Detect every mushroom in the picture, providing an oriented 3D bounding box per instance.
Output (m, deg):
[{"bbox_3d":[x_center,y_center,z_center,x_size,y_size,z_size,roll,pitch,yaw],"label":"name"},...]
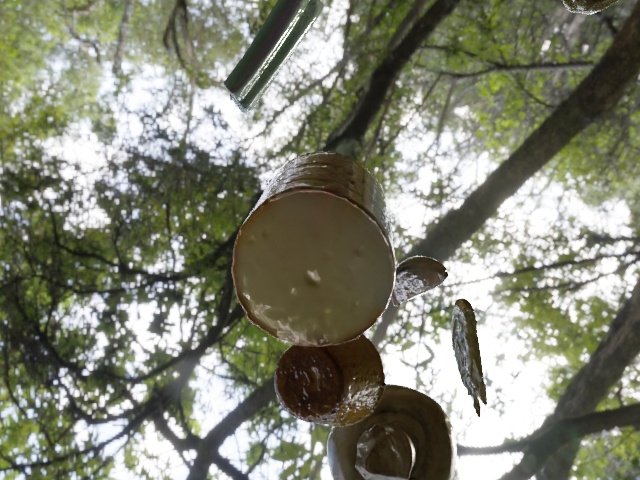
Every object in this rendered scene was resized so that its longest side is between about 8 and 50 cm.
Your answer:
[{"bbox_3d":[0.164,0.460,1.494,0.297,0.290,0.298,0,-108,0],"label":"mushroom"}]

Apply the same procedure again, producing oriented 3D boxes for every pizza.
[{"bbox_3d":[0.325,0.261,1.512,0.034,0.181,0.262,-7,-106,-3],"label":"pizza"}]

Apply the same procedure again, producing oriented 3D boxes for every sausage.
[{"bbox_3d":[0.000,0.000,1.039,0.233,0.233,0.287,14,-160,0],"label":"sausage"}]

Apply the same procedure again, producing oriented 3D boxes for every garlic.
[{"bbox_3d":[0.250,0.093,1.777,0.087,0.195,0.101,-11,-107,-50],"label":"garlic"}]

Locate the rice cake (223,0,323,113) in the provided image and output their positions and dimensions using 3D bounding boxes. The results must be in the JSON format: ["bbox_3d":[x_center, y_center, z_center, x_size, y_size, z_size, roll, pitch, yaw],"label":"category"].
[{"bbox_3d":[-0.075,-0.306,1.068,0.042,0.222,0.080,34,179,24],"label":"rice cake"}]

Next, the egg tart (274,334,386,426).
[{"bbox_3d":[0.011,0.265,1.303,0.202,0.203,0.147,31,-171,24],"label":"egg tart"}]

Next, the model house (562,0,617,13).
[{"bbox_3d":[0.496,-0.563,1.280,0.239,0.268,0.173,38,-124,-15],"label":"model house"}]
